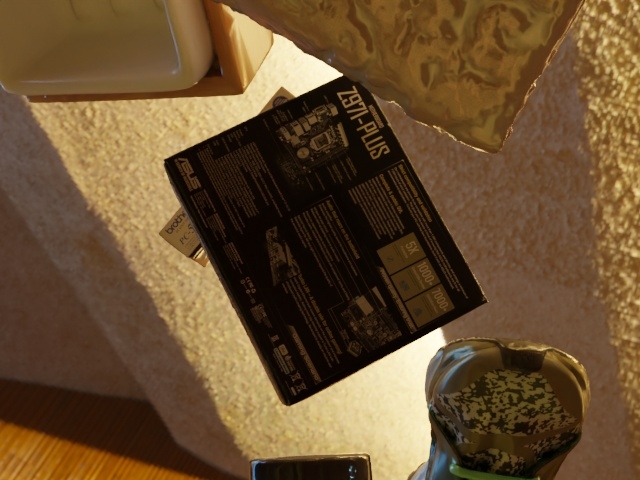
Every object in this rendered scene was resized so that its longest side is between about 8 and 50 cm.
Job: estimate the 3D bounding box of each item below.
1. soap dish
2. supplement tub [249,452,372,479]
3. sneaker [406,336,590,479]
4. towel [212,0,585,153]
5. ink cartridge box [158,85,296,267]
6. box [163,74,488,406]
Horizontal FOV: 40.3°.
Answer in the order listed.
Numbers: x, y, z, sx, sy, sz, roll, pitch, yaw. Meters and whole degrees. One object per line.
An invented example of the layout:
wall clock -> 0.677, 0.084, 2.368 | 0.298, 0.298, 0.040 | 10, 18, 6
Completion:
soap dish -> -0.177, -0.233, 0.720 | 0.291, 0.118, 0.228 | 6, -62, 39
supplement tub -> -0.001, 0.218, 0.473 | 0.106, 0.197, 0.106 | -2, -13, -1
sneaker -> 0.156, 0.256, 0.818 | 0.158, 0.182, 0.410 | 7, -47, 4
towel -> 0.028, -0.256, 0.472 | 0.332, 0.053, 0.316 | 32, -63, 8
ink cartridge box -> -0.088, -0.067, 0.970 | 0.046, 0.207, 0.097 | 38, -5, 8
box -> 0.000, 0.000, 0.592 | 0.180, 0.147, 0.077 | 61, -8, 7
